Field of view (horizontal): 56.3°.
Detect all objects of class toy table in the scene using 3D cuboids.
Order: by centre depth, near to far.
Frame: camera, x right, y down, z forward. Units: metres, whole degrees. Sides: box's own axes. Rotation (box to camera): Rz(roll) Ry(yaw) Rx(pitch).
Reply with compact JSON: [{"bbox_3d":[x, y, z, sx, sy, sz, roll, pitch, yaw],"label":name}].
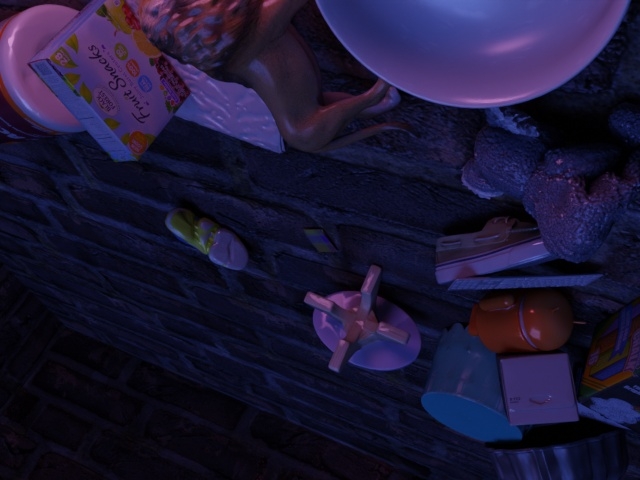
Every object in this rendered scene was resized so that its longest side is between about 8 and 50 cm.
[{"bbox_3d":[0.098,0.195,1.399,0.274,0.252,0.161,9,163,16],"label":"toy table"}]

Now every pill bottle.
[{"bbox_3d":[-0.593,-0.308,1.178,0.392,0.224,0.224,1,141,39],"label":"pill bottle"}]

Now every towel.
[{"bbox_3d":[-0.204,-0.309,1.022,0.331,0.053,0.317,22,149,9],"label":"towel"},{"bbox_3d":[0.000,0.000,1.377,0.060,0.009,0.083,0,140,41],"label":"towel"}]

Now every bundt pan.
[{"bbox_3d":[0.563,0.520,1.418,0.330,0.124,0.331,-10,167,-2],"label":"bundt pan"}]

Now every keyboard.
[{"bbox_3d":[0.358,0.073,1.058,0.255,0.014,0.072,-2,167,-1],"label":"keyboard"}]

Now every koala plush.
[{"bbox_3d":[0.302,-0.097,0.809,0.221,0.203,0.196,33,152,16],"label":"koala plush"}]

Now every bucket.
[{"bbox_3d":[0.382,0.344,1.416,0.281,0.183,0.281,22,152,13],"label":"bucket"}]

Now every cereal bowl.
[{"bbox_3d":[0.155,-0.311,0.621,0.338,0.141,0.339,21,149,13],"label":"cereal bowl"}]

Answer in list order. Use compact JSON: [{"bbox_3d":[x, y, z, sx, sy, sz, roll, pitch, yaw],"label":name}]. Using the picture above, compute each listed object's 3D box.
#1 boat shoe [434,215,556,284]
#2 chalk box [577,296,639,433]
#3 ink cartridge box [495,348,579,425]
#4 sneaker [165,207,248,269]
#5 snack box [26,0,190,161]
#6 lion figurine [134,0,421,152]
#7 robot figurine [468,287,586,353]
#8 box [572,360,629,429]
[{"bbox_3d":[0.310,0.006,1.033,0.109,0.094,0.302,-3,168,-42],"label":"boat shoe"},{"bbox_3d":[0.606,0.203,1.013,0.180,0.179,0.289,27,150,4],"label":"chalk box"},{"bbox_3d":[0.424,0.285,1.186,0.128,0.128,0.176,-9,172,12],"label":"ink cartridge box"},{"bbox_3d":[-0.298,-0.007,1.566,0.240,0.091,0.126,38,168,-17],"label":"sneaker"},{"bbox_3d":[-0.332,-0.260,0.971,0.070,0.175,0.207,3,142,37],"label":"snack box"},{"bbox_3d":[-0.046,-0.230,0.824,0.240,0.142,0.392,-35,116,10],"label":"lion figurine"},{"bbox_3d":[0.395,0.156,1.170,0.219,0.128,0.158,-18,98,53],"label":"robot figurine"},{"bbox_3d":[0.676,0.339,1.227,0.289,0.087,0.169,7,156,34],"label":"box"}]
